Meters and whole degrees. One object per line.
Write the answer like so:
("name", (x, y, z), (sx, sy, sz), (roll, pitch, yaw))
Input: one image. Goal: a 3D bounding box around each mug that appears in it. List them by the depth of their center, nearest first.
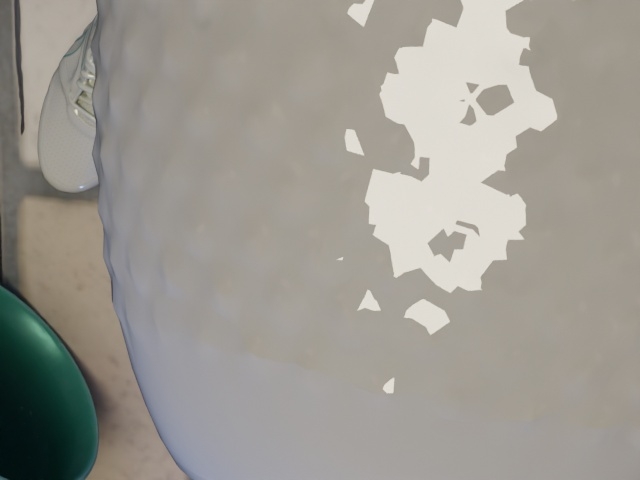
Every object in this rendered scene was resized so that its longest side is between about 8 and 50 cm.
("mug", (0.099, -0.064, 0.582), (0.276, 0.374, 0.328), (14, 94, 53))
("mug", (-0.187, 0.083, 0.796), (0.097, 0.157, 0.129), (-39, 120, 21))

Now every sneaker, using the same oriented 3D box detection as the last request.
("sneaker", (-0.092, -0.082, 0.746), (0.054, 0.061, 0.152), (34, 113, -1))
